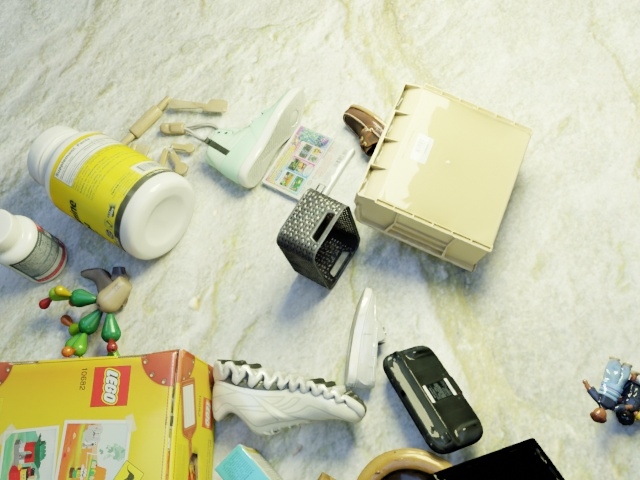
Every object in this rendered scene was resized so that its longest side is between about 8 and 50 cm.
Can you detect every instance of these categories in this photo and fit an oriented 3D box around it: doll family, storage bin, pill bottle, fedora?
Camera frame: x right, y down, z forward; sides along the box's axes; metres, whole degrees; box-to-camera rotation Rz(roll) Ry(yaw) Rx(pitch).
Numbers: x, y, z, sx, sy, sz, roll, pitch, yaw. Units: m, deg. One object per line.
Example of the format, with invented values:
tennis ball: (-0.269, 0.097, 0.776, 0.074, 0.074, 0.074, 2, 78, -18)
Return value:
doll family: (0.516, 0.270, 1.024, 0.192, 0.076, 0.111, 24, 78, 26)
storage bin: (0.000, 0.000, 1.187, 0.084, 0.180, 0.122, 27, 75, 20)
storage bin: (0.224, -0.122, 1.186, 0.260, 0.123, 0.262, 24, 73, 3)
pill bottle: (-0.441, -0.112, 1.326, 0.333, 0.188, 0.188, 28, 75, 22)
pill bottle: (-0.615, 0.010, 1.313, 0.107, 0.180, 0.108, -4, 66, 10)
fedora: (0.149, 0.430, 1.025, 0.194, 0.079, 0.195, -5, 66, 11)

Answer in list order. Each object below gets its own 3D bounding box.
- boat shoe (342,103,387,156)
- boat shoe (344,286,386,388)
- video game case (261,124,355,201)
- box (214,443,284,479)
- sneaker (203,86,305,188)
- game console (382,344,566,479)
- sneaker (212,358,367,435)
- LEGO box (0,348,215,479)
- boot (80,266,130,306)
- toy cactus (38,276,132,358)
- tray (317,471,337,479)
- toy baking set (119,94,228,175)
boat shoe: (0.118, -0.203, 1.309, 0.207, 0.073, 0.073, 38, 77, 24)
boat shoe: (0.088, 0.177, 1.160, 0.063, 0.066, 0.184, 13, 63, -5)
video game case: (-0.025, -0.157, 1.350, 0.143, 0.019, 0.157, 27, 76, 21)
box: (-0.063, 0.449, 1.051, 0.060, 0.100, 0.244, -45, 65, -7)
sneaker: (-0.147, -0.247, 1.374, 0.151, 0.094, 0.256, 26, 73, 24)
game console: (0.234, 0.315, 1.038, 0.213, 0.044, 0.361, -7, 45, -28)
sneaker: (-0.061, 0.290, 1.127, 0.291, 0.110, 0.119, 7, 80, 20)
LEGO box: (-0.387, 0.454, 1.065, 0.372, 0.193, 0.501, -5, 66, 10)
boot: (-0.446, 0.101, 1.319, 0.118, 0.042, 0.087, -7, 75, 19)
toy cactus: (-0.450, 0.144, 1.254, 0.180, 0.112, 0.219, -48, 64, 1)
tray: (-0.016, 0.573, 0.917, 0.202, 0.076, 0.411, 31, 88, -1)
toy baking set: (-0.332, -0.242, 1.449, 0.196, 0.030, 0.256, 34, 78, 20)
